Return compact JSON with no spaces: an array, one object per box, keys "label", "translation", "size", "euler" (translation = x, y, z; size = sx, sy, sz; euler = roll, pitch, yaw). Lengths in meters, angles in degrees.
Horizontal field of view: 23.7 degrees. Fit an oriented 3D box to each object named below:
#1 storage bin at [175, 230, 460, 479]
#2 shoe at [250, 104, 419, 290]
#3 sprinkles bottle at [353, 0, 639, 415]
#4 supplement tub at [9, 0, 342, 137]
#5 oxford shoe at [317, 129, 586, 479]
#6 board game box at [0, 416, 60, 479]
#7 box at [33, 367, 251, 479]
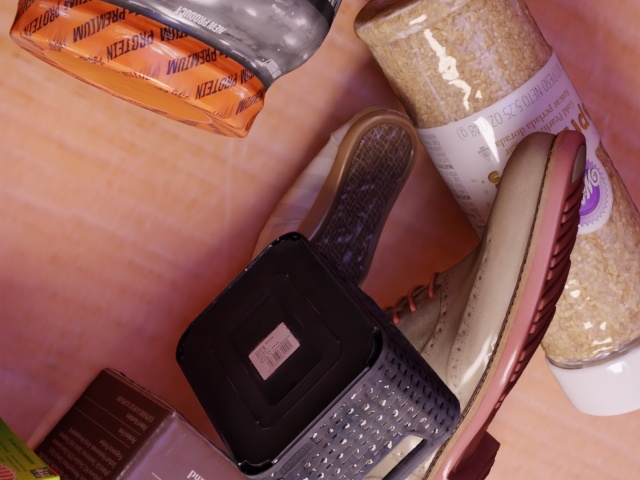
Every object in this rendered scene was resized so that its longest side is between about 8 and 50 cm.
[{"label":"storage bin","translation":[-0.006,0.089,0.988],"size":[0.122,0.180,0.084],"euler":[-45,122,3]},{"label":"shoe","translation":[0.000,0.000,1.093],"size":[0.076,0.058,0.219],"euler":[25,100,-29]},{"label":"sprinkles bottle","translation":[0.159,-0.041,1.124],"size":[0.121,0.121,0.355],"euler":[-37,108,-16]},{"label":"supplement tub","translation":[-0.057,-0.250,0.963],"size":[0.207,0.207,0.338],"euler":[23,86,-24]},{"label":"oxford shoe","translation":[0.081,0.072,1.055],"size":[0.130,0.123,0.348],"euler":[25,107,14]},{"label":"board game box","translation":[-0.225,0.154,0.945],"size":[0.092,0.181,0.043],"euler":[-9,99,-22]},{"label":"box","translation":[-0.125,0.221,1.003],"size":[0.168,0.167,0.203],"euler":[44,78,-21]}]
